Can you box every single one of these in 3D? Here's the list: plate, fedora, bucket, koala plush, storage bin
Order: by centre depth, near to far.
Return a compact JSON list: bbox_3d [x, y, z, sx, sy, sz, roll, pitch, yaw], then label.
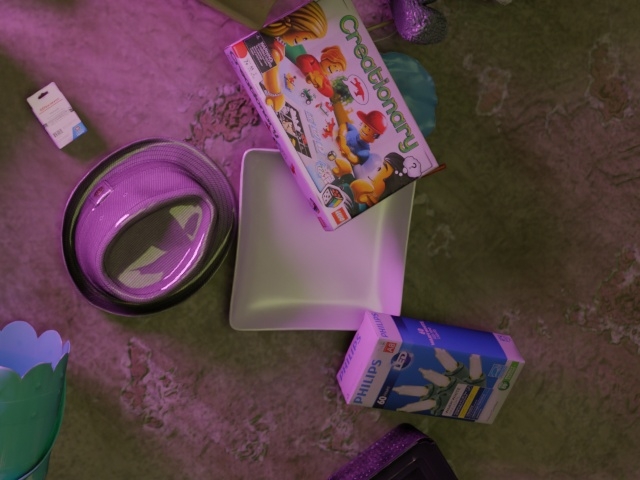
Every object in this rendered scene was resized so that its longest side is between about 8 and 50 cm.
[{"bbox_3d":[-0.475,0.218,1.705,0.281,0.281,0.183,2,101,-20],"label":"bucket"},{"bbox_3d":[-0.233,-0.010,1.824,0.275,0.124,0.243,-38,109,-11],"label":"fedora"},{"bbox_3d":[0.216,-0.416,1.888,0.221,0.203,0.196,-4,140,-20],"label":"koala plush"},{"bbox_3d":[0.000,0.000,1.944,0.277,0.045,0.278,1,103,-20],"label":"plate"},{"bbox_3d":[0.114,0.392,2.037,0.180,0.084,0.122,-35,108,-11],"label":"storage bin"}]

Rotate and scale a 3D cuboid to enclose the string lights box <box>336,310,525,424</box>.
[{"bbox_3d":[0.171,0.200,2.006,0.260,0.077,0.133,10,119,-22],"label":"string lights box"}]

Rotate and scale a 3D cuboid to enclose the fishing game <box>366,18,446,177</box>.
[{"bbox_3d":[0.087,-0.200,1.958,0.189,0.041,0.264,-24,112,-7],"label":"fishing game"}]

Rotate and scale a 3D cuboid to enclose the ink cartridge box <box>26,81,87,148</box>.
[{"bbox_3d":[-0.371,-0.176,1.798,0.048,0.028,0.083,-36,109,-12],"label":"ink cartridge box"}]

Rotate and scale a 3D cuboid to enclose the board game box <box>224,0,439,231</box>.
[{"bbox_3d":[0.018,-0.191,1.866,0.193,0.053,0.305,-32,100,-14],"label":"board game box"}]

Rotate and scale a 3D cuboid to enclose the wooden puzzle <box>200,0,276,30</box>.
[{"bbox_3d":[-0.086,-0.470,1.658,0.322,0.080,0.348,23,103,-45],"label":"wooden puzzle"}]
